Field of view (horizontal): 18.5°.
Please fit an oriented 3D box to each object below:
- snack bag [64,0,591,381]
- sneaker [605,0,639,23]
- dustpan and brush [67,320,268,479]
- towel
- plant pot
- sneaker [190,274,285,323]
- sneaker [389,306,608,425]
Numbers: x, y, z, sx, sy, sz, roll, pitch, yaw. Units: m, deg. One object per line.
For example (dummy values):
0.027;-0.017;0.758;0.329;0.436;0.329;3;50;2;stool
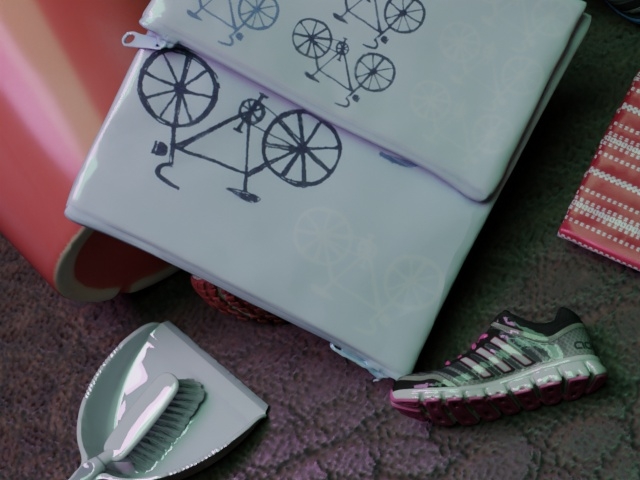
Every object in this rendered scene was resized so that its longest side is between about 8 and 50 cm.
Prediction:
0.000;-0.100;1.524;0.323;0.037;0.342;27;92;-9;snack bag
0.216;-0.248;1.640;0.188;0.078;0.067;34;82;31;sneaker
-0.165;0.172;1.625;0.147;0.060;0.211;38;85;31;dustpan and brush
0.332;-0.085;1.547;0.199;0.031;0.275;24;80;28;towel
-0.196;-0.099;1.661;0.275;0.275;0.243;-35;69;5;plant pot
0.000;0.000;1.627;0.225;0.088;0.093;-19;57;4;sneaker
0.136;0.095;1.532;0.170;0.063;0.075;-13;63;12;sneaker
